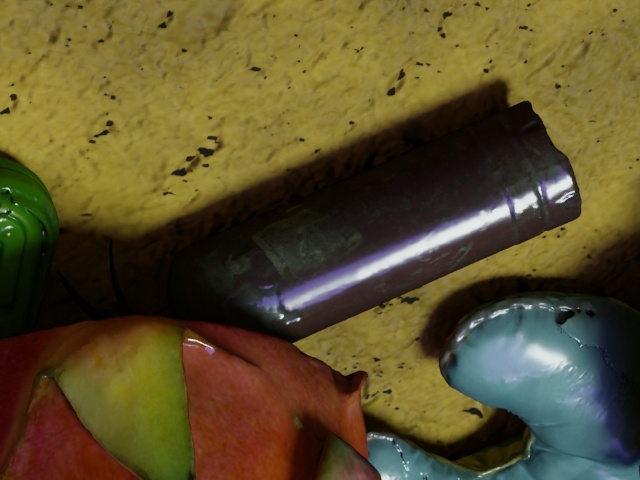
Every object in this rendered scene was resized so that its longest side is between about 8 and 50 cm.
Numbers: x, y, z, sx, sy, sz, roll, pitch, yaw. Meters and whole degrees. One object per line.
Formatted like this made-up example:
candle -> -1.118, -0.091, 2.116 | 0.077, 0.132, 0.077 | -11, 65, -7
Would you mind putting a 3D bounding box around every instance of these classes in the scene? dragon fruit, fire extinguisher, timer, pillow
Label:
dragon fruit -> -0.095, 0.173, 0.973 | 0.290, 0.189, 0.290 | -6, 156, -3
fire extinguisher -> 0.000, 0.000, 0.999 | 0.267, 0.072, 0.089 | -23, 101, -5
timer -> -0.201, 0.016, 0.924 | 0.140, 0.047, 0.128 | 0, 129, -26
pillow -> 0.120, 0.130, 1.167 | 0.214, 0.086, 0.233 | 32, 109, -37
